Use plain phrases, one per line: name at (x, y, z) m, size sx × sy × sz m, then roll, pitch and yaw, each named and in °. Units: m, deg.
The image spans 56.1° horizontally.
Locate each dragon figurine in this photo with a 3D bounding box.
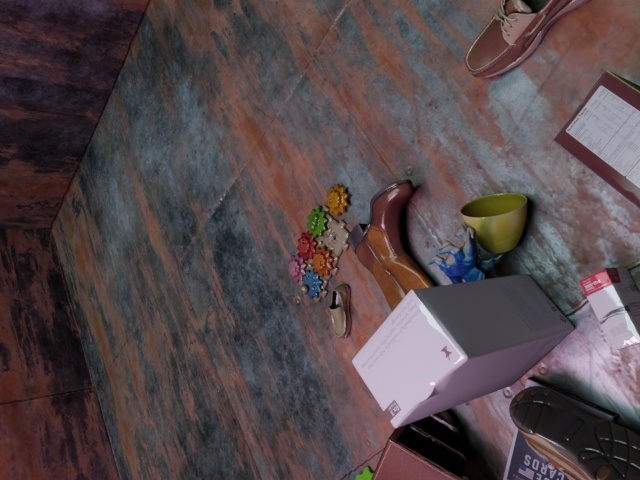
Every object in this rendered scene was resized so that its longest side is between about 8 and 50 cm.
dragon figurine at (0.310, 0.051, 1.219) m, size 0.144 × 0.085 × 0.289 m, roll 39°, pitch 156°, yaw 6°

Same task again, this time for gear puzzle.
gear puzzle at (0.000, 0.000, 1.682) m, size 0.175 × 0.044 × 0.339 m, roll 44°, pitch 121°, yaw 38°

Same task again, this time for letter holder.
letter holder at (0.225, 0.558, 1.325) m, size 0.214 × 0.152 × 0.302 m, roll 27°, pitch 118°, yaw 20°

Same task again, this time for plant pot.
plant pot at (0.364, -0.031, 1.241) m, size 0.134 × 0.134 × 0.095 m, roll 6°, pitch 120°, yaw 47°

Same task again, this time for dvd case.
dvd case at (0.465, 0.415, 1.184) m, size 0.179 × 0.029 × 0.239 m, roll 19°, pitch 103°, yaw 46°

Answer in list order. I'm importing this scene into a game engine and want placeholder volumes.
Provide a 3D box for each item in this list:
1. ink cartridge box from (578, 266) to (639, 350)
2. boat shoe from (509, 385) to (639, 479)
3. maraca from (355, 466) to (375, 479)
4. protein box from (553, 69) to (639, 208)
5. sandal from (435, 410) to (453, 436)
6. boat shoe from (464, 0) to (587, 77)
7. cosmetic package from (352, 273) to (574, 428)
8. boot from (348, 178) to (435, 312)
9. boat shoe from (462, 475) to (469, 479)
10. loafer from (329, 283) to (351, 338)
ink cartridge box at (0.530, 0.120, 1.063) m, size 0.056 × 0.099 × 0.135 m, roll -37°, pitch 63°, yaw 41°
boat shoe at (0.486, 0.384, 1.064) m, size 0.324 × 0.122 × 0.120 m, roll 36°, pitch 157°, yaw 48°
maraca at (0.118, 0.669, 1.515) m, size 0.127 × 0.099 × 0.186 m, roll -12°, pitch 55°, yaw 42°
protein box at (0.537, -0.151, 0.983) m, size 0.201 × 0.200 × 0.136 m, roll 53°, pitch 126°, yaw 33°
sandal at (0.217, 0.405, 1.413) m, size 0.219 × 0.060 × 0.090 m, roll 28°, pitch 123°, yaw 42°
boat shoe at (0.402, -0.458, 1.194) m, size 0.324 × 0.116 × 0.123 m, roll -44°, pitch 59°, yaw 38°
cosmetic package at (0.275, 0.195, 1.130) m, size 0.217 × 0.385 × 0.156 m, roll -55°, pitch 53°, yaw 31°
boot at (0.196, 0.029, 1.433) m, size 0.264 × 0.096 × 0.280 m, roll -51°, pitch 56°, yaw 34°
boat shoe at (0.300, 0.584, 1.350) m, size 0.038 × 0.046 × 0.125 m, roll 14°, pitch 97°, yaw 47°
loafer at (0.049, 0.192, 1.623) m, size 0.056 × 0.050 × 0.148 m, roll -3°, pitch 87°, yaw 47°
